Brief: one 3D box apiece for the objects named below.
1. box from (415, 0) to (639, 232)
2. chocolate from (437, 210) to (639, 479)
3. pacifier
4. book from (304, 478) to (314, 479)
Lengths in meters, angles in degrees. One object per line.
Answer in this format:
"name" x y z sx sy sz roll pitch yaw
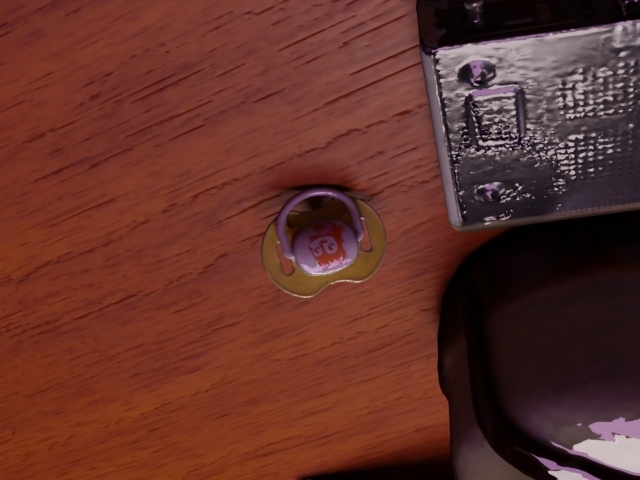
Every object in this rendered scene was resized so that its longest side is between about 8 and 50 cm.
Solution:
"box" 0.197 -0.085 0.805 0.270 0.045 0.211 -7 146 5
"chocolate" 0.217 0.122 0.981 0.283 0.186 0.283 -2 145 -2
"pacifier" 0.000 0.000 0.918 0.083 0.068 0.064 -17 179 -5
"book" 0.179 0.331 1.260 0.374 0.028 0.262 14 156 31
